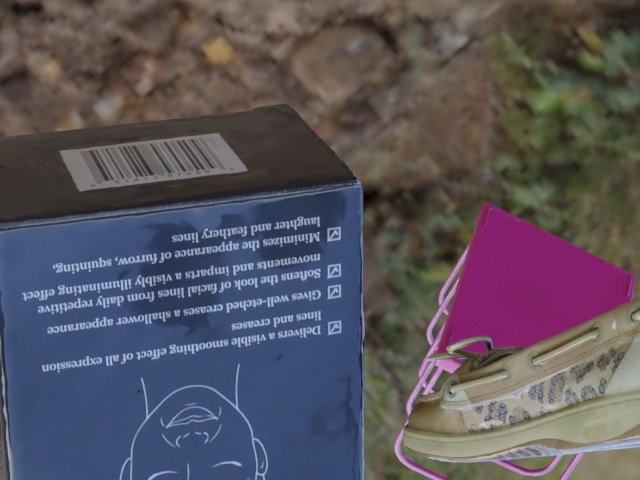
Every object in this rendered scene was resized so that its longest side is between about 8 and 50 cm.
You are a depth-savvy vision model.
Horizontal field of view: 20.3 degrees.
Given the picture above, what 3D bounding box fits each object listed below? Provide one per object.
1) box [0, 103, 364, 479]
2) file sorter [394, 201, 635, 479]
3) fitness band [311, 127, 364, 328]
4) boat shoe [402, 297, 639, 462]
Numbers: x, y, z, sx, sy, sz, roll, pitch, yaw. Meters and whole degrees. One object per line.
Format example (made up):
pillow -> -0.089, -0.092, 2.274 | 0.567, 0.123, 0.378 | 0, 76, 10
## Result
box -> -0.132, 0.114, 1.485 | 0.293, 0.395, 0.212 | -7, -157, -16
file sorter -> 0.219, 0.142, 2.069 | 0.182, 0.202, 0.291 | -62, -177, 38
fitness band -> 0.000, 0.000, 2.222 | 0.054, 0.291, 0.209 | -10, 152, -10
boat shoe -> 0.151, 0.094, 1.157 | 0.104, 0.089, 0.285 | -1, 171, -34
